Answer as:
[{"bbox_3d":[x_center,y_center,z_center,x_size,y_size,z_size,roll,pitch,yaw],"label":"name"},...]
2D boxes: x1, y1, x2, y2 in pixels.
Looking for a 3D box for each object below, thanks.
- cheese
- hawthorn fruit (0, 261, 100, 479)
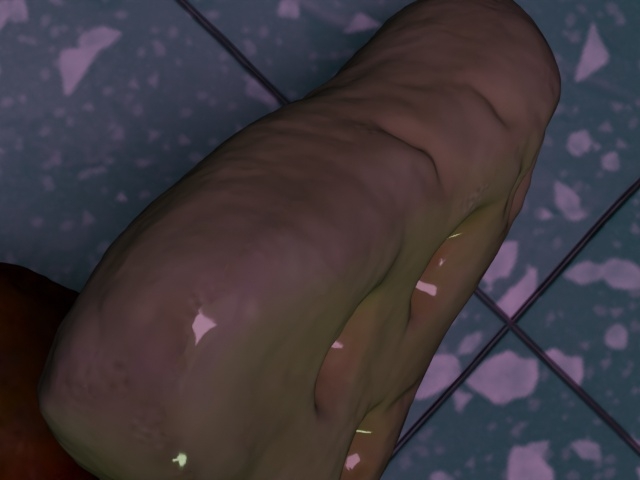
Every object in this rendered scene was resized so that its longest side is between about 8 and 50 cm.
[{"bbox_3d":[0.000,0.000,0.839,0.130,0.328,0.351,26,88,19],"label":"cheese"},{"bbox_3d":[-0.198,0.108,0.873,0.248,0.208,0.208,-41,99,-22],"label":"hawthorn fruit"}]
